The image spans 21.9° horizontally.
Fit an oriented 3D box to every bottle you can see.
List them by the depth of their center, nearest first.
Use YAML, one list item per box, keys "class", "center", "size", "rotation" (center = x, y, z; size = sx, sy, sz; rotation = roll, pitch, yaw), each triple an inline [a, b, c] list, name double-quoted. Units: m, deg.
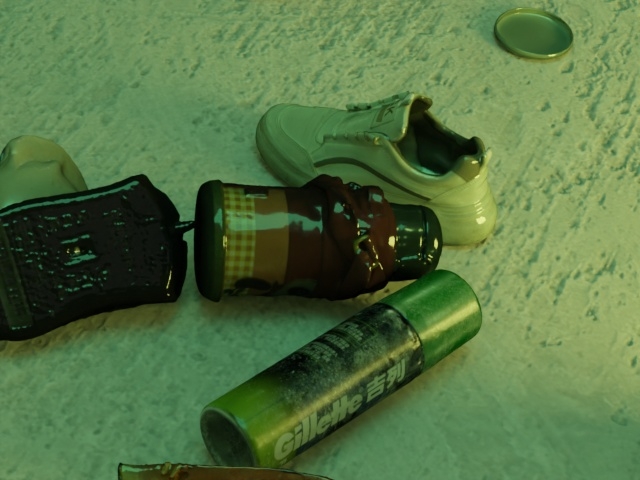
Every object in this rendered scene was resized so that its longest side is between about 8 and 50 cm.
- class: "bottle"
  center: [0.028, 0.134, 1.711]
  size: [0.330, 0.093, 0.093]
  rotation: [-30, 54, -33]
- class: "bottle"
  center: [0.000, 0.000, 1.816]
  size: [0.271, 0.143, 0.156]
  rotation: [1, 43, -9]

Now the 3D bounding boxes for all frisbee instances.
- class: "frisbee"
  center: [0.290, -0.281, 2.249]
  size: [0.110, 0.014, 0.110]
  rotation: [5, 43, -5]

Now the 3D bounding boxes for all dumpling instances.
- class: "dumpling"
  center: [-0.322, -0.032, 1.849]
  size: [0.150, 0.092, 0.176]
  rotation: [18, 37, -10]

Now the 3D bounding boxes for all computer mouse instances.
- class: "computer mouse"
  center: [-0.261, 0.019, 1.776]
  size: [0.264, 0.088, 0.147]
  rotation: [-13, 87, -12]

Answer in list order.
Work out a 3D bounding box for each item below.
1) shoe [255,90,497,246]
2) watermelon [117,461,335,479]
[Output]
- class: "shoe"
  center: [0.071, -0.117, 1.941]
  size: [0.316, 0.159, 0.124]
  rotation: [24, 46, 13]
- class: "watermelon"
  center: [-0.041, 0.285, 1.523]
  size: [0.303, 0.159, 0.128]
  rotation: [9, 72, -2]
